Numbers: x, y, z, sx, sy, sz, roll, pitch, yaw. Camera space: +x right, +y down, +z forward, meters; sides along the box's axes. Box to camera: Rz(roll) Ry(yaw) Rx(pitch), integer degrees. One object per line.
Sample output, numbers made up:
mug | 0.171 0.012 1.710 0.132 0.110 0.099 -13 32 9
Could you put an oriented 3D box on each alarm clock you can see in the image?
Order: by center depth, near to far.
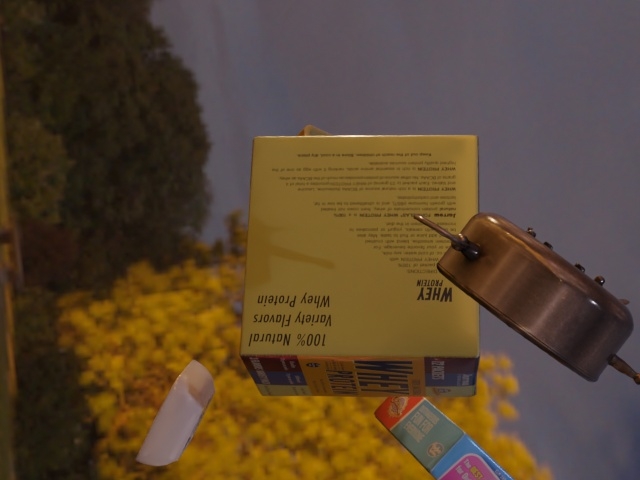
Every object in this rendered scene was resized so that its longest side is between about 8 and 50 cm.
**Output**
alarm clock | 0.131 0.025 0.787 0.064 0.192 0.129 -57 -145 6

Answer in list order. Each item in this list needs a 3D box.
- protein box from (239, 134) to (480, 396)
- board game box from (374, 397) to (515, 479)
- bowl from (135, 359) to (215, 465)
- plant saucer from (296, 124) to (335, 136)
protein box | 0.040 0.026 1.070 0.136 0.200 0.201 76 15 -68
board game box | 0.226 0.330 1.536 0.316 0.064 0.242 44 -3 -16
bowl | -0.193 0.243 1.671 0.142 0.053 0.142 -64 179 9
plant saucer | 0.025 0.034 1.621 0.333 0.081 0.332 10 68 -73
